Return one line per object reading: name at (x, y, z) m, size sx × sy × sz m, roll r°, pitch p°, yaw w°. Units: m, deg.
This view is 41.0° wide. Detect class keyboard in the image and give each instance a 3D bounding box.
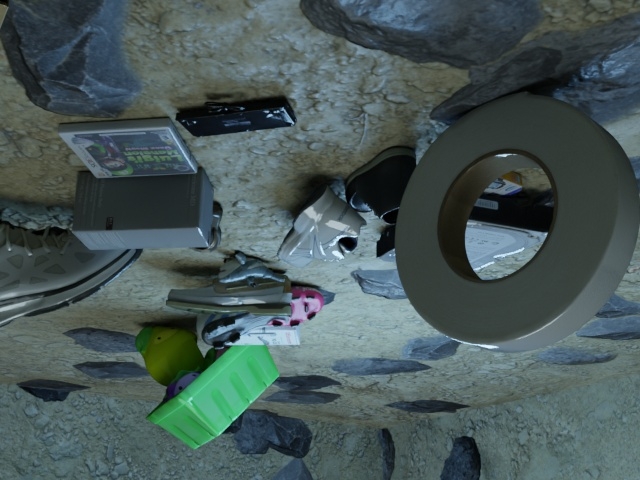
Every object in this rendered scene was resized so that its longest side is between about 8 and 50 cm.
keyboard at (-0.137, -0.199, 1.353) m, size 0.180 × 0.023 × 0.108 m, roll -6°, pitch 164°, yaw 13°

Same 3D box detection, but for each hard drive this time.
hard drive at (0.284, -0.009, 1.734) m, size 0.237 × 0.064 × 0.339 m, roll 9°, pitch 163°, yaw -19°

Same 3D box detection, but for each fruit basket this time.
fruit basket at (-0.361, 0.362, 2.469) m, size 0.392 × 0.391 × 0.283 m, roll 14°, pitch 147°, yaw -30°

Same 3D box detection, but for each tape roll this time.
tape roll at (0.279, -0.029, 1.280) m, size 0.392 × 0.391 × 0.072 m, roll -19°, pitch 152°, yaw 41°

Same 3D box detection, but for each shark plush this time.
shark plush at (-0.164, 0.079, 1.999) m, size 0.161 × 0.067 × 0.073 m, roll 18°, pitch 152°, yaw -38°

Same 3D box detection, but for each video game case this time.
video game case at (-0.325, -0.155, 1.468) m, size 0.191 × 0.022 × 0.173 m, roll -3°, pitch 159°, yaw 7°

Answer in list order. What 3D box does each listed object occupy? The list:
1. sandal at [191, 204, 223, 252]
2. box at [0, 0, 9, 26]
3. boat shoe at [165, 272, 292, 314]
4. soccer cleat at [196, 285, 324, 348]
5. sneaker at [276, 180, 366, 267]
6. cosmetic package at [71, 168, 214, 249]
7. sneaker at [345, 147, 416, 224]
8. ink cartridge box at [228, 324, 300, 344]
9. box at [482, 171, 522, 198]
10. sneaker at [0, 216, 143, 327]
sandal at (-0.243, -0.014, 1.774) m, size 0.090 × 0.060 × 0.219 m, roll 6°, pitch 158°, yaw -14°
box at (-0.515, -0.289, 1.131) m, size 0.165 × 0.021 × 0.201 m, roll 12°, pitch 156°, yaw -27°
boat shoe at (-0.220, 0.127, 2.075) m, size 0.303 × 0.103 × 0.113 m, roll 3°, pitch 171°, yaw -9°
soccer cleat at (-0.161, 0.166, 2.197) m, size 0.331 × 0.143 × 0.116 m, roll -16°, pitch 128°, yaw -10°
sneaker at (0.000, 0.000, 1.680) m, size 0.129 × 0.111 × 0.297 m, roll 34°, pitch 158°, yaw 1°
cosmetic package at (-0.323, -0.056, 1.580) m, size 0.238 × 0.127 × 0.107 m, roll -4°, pitch 158°, yaw 7°
sneaker at (0.102, -0.070, 1.541) m, size 0.083 × 0.118 × 0.222 m, roll 8°, pitch 157°, yaw -18°
ink cartridge box at (-0.166, 0.226, 2.344) m, size 0.218 × 0.092 × 0.158 m, roll -2°, pitch 159°, yaw 2°
box at (0.304, -0.109, 1.565) m, size 0.136 × 0.028 × 0.081 m, roll 14°, pitch 155°, yaw -36°
sneaker at (-0.587, 0.010, 1.667) m, size 0.448 × 0.257 × 0.169 m, roll -22°, pitch -157°, yaw -3°
